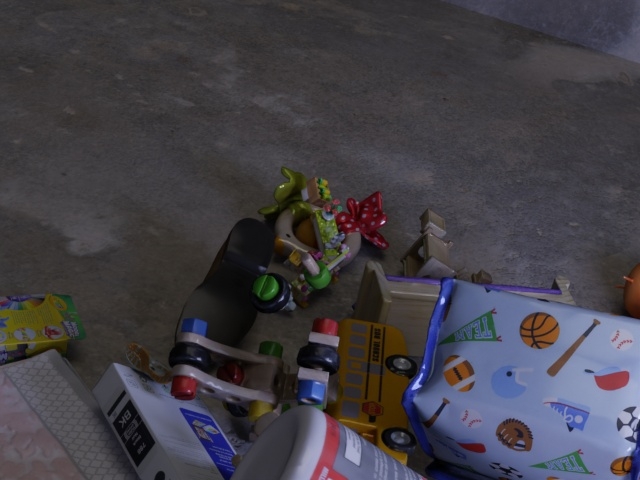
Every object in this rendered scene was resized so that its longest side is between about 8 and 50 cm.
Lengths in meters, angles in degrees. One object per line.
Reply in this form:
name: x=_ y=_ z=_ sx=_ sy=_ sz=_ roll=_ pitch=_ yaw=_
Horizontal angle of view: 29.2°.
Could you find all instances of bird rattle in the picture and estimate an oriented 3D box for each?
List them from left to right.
bird rattle: x=0.005 y=-0.015 z=2.299 sx=0.254 sy=0.143 sz=0.207 roll=24 pitch=42 yaw=-5

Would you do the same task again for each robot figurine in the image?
robot figurine: x=0.662 y=0.107 z=2.280 sx=0.219 sy=0.128 sz=0.158 roll=16 pitch=31 yaw=7

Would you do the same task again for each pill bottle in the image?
pill bottle: x=0.070 y=0.371 z=1.458 sx=0.363 sy=0.210 sz=0.210 roll=34 pitch=28 yaw=-13

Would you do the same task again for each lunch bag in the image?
lunch bag: x=0.311 y=0.254 z=1.691 sx=0.328 sy=0.385 sz=0.239 roll=15 pitch=66 yaw=20

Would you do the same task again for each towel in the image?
towel: x=-0.429 y=0.283 z=1.679 sx=0.317 sy=0.053 sz=0.332 roll=-14 pitch=39 yaw=-36

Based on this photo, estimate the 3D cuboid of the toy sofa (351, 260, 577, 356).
toy sofa: x=0.240 y=0.122 z=2.086 sx=0.363 sy=0.150 sz=0.177 roll=5 pitch=33 yaw=-12

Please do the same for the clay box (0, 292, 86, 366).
clay box: x=-0.483 y=0.141 z=1.889 sx=0.222 sy=0.053 sz=0.127 roll=-2 pitch=34 yaw=-25

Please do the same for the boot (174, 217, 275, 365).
boot: x=-0.166 y=0.105 z=2.036 sx=0.112 sy=0.115 sz=0.305 roll=33 pitch=48 yaw=-9

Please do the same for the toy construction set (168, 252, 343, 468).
toy construction set: x=-0.050 y=0.233 z=1.718 sx=0.257 sy=0.237 sz=0.308 roll=-23 pitch=53 yaw=7

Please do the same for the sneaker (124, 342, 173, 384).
sneaker: x=-0.244 y=0.179 z=1.746 sx=0.083 sy=0.037 sz=0.032 roll=39 pitch=82 yaw=13

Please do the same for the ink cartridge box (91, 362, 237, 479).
ink cartridge box: x=-0.177 y=0.302 z=1.660 sx=0.165 sy=0.065 sz=0.332 roll=27 pitch=14 yaw=-42

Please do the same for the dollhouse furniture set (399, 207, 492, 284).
dollhouse furniture set: x=0.235 y=0.059 z=2.278 sx=0.161 sy=0.101 sz=0.182 roll=32 pitch=27 yaw=-15

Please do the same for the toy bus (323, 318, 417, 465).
toy bus: x=0.071 y=0.256 z=1.844 sx=0.130 sy=0.108 sz=0.332 roll=11 pitch=31 yaw=-2

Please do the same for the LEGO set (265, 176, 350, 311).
LEGO set: x=0.000 y=0.000 z=2.152 sx=0.132 sy=0.107 sz=0.287 roll=29 pitch=56 yaw=-6
